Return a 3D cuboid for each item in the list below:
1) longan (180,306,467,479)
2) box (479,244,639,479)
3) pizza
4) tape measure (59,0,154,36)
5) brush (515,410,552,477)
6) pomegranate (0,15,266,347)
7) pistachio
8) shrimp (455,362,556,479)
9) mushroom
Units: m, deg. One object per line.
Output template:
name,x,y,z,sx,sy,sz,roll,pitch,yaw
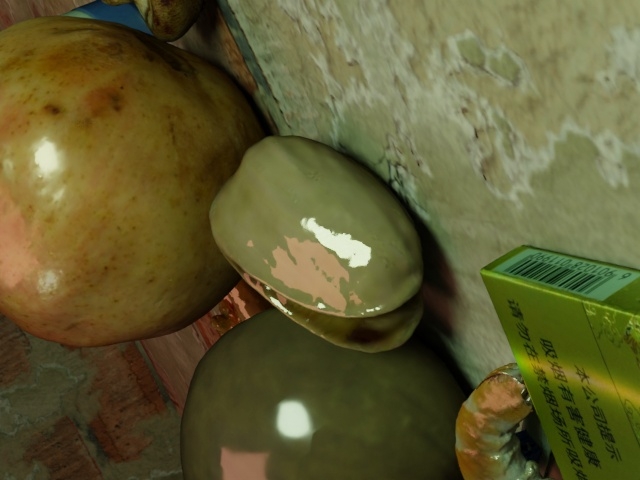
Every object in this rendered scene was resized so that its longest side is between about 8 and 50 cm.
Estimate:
longan,0.016,0.193,0.982,0.300,0.243,0.300,16,142,13
box,0.205,0.101,0.588,0.173,0.043,0.311,66,162,-16
pizza,-0.080,0.144,1.444,0.226,0.086,0.335,33,150,55
tape measure,-0.243,-0.150,1.332,0.259,0.138,0.262,56,163,9
brush,0.157,0.142,0.831,0.178,0.030,0.033,85,160,-56
pomegranate,-0.216,-0.041,1.048,0.338,0.338,0.338,52,162,25
pistachio,0.000,0.000,0.877,0.206,0.131,0.129,44,166,33
shrimp,0.166,0.161,0.782,0.161,0.049,0.166,27,135,30
mushroom,-0.154,-0.238,0.997,0.127,0.087,0.127,55,167,19
